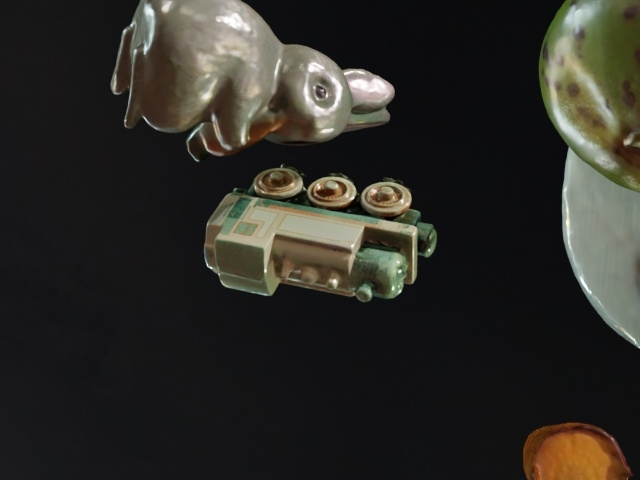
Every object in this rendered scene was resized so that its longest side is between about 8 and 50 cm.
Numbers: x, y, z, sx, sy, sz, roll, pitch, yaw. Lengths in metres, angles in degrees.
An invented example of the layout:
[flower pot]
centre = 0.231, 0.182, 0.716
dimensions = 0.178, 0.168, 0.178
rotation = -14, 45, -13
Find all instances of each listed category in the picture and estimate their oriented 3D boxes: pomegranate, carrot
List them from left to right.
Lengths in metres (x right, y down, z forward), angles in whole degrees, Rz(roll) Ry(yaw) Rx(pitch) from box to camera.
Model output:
[carrot]
centre = 0.189, 0.175, 0.885
dimensions = 0.072, 0.205, 0.072
rotation = 0, -95, 2
[pomegranate]
centre = 0.193, -0.116, 0.620
dimensions = 0.122, 0.169, 0.143
rotation = 22, -17, -29

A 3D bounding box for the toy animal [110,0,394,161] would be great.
[toy animal]
centre = -0.040, -0.128, 0.921
dimensions = 0.251, 0.125, 0.127
rotation = 8, -33, -20

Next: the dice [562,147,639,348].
[dice]
centre = 0.396, -0.041, 0.976
dimensions = 0.264, 0.268, 0.262
rotation = 28, -54, 51

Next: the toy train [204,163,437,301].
[toy train]
centre = 0.000, 0.000, 0.970
dimensions = 0.194, 0.125, 0.081
rotation = 11, -48, 18
